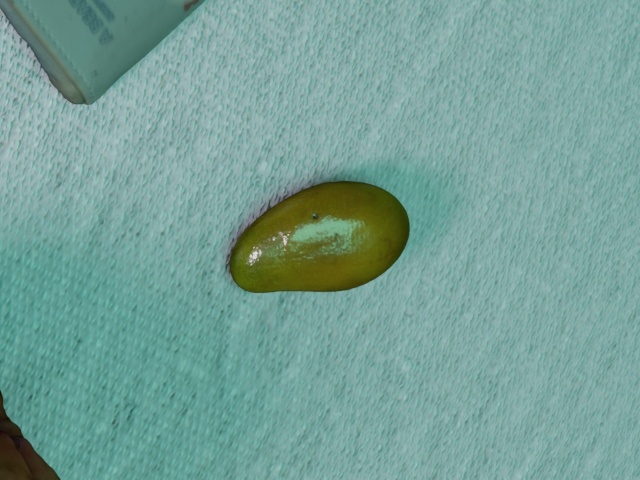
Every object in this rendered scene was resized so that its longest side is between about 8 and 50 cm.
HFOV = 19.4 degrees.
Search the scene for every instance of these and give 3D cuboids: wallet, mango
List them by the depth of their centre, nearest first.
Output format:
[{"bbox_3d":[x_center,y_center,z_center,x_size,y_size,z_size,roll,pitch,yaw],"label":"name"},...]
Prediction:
[{"bbox_3d":[-0.204,-0.346,2.032,0.360,0.083,0.252,-45,124,-13],"label":"wallet"},{"bbox_3d":[0.000,0.000,2.222,0.227,0.099,0.136,-15,116,-16],"label":"mango"}]

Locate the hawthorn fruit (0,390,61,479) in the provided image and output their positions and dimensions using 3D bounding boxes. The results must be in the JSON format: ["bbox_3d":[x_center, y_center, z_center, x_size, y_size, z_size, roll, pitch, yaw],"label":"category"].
[{"bbox_3d":[-0.480,0.302,1.831,0.472,0.472,0.471,-7,106,-27],"label":"hawthorn fruit"}]
